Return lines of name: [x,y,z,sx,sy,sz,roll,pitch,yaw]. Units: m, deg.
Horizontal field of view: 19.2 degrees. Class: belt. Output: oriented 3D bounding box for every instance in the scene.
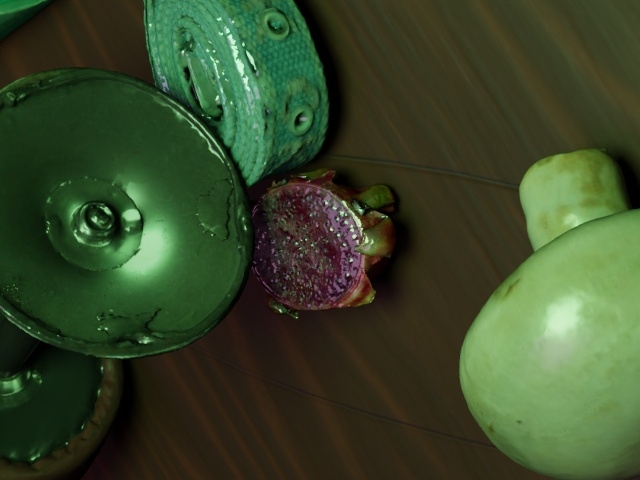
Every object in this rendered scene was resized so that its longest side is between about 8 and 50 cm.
belt: [-0.059,-0.125,1.388,0.147,0.082,0.163,27,130,41]

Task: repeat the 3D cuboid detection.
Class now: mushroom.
mushroom: [0.173,0.049,1.193,0.209,0.206,0.206,50,131,13]

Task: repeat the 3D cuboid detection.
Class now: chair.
chair: [-0.221,0.060,1.463,0.226,0.226,0.401,54,147,9]

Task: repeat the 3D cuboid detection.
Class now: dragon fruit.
dragon fruit: [0.005,0.002,1.400,0.126,0.068,0.112,-32,83,32]

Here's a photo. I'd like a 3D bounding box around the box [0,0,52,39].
box: [-0.359,-0.289,1.543,0.205,0.118,0.311,-28,90,40]
